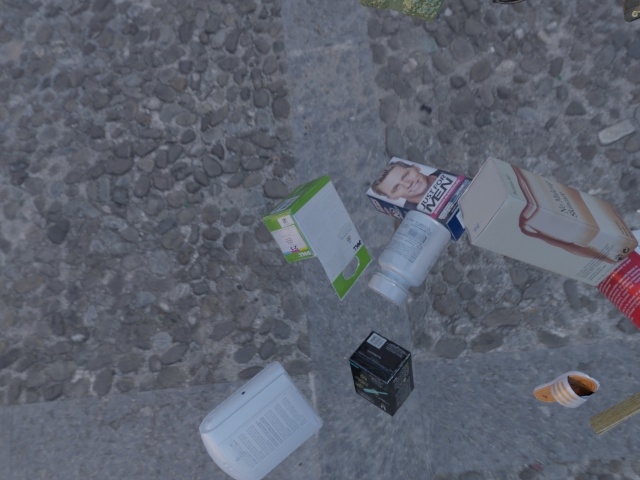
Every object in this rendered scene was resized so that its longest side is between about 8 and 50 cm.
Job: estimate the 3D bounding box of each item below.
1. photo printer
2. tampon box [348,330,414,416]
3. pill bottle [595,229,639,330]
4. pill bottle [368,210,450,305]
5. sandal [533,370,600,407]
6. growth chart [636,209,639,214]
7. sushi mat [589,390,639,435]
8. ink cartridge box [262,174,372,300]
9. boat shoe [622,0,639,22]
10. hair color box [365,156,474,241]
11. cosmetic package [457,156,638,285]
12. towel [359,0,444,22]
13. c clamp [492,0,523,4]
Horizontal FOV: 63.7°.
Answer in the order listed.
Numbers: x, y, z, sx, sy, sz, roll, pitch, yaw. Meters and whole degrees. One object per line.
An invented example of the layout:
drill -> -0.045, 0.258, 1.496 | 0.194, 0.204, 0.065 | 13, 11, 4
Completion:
photo printer -> -0.175, 0.536, 1.490 | 0.307, 0.107, 0.256 | -38, 114, -12
tampon box -> 0.153, 0.329, 1.271 | 0.120, 0.161, 0.101 | 26, 55, 34
pill bottle -> 0.973, 0.119, 1.548 | 0.228, 0.229, 0.408 | -32, 53, -1
pill bottle -> 0.226, 0.048, 1.344 | 0.131, 0.131, 0.229 | 32, 85, 16
sandal -> 0.746, 0.477, 1.578 | 0.101, 0.265, 0.076 | 28, 58, 3
growth chart -> 1.127, -0.001, 1.644 | 0.171, 0.021, 0.238 | -8, 66, 22
sushi mat -> 0.936, 0.468, 1.506 | 0.316, 0.151, 0.019 | -39, 77, 16
ink cartridge box -> 0.000, 0.000, 1.256 | 0.096, 0.189, 0.255 | -15, 112, 39
boat shoe -> 0.760, -0.499, 1.000 | 0.304, 0.109, 0.091 | 3, 111, 36
hair color box -> 0.331, -0.142, 1.663 | 0.347, 0.105, 0.174 | 26, 74, 45
cosmetic package -> 0.446, -0.037, 1.029 | 0.295, 0.129, 0.153 | 16, 39, -13
towel -> 0.106, -0.325, 0.572 | 0.109, 0.148, 0.027 | 14, 44, -1
c clamp -> 0.340, -0.499, 0.936 | 0.137, 0.022, 0.161 | -13, 79, 43
